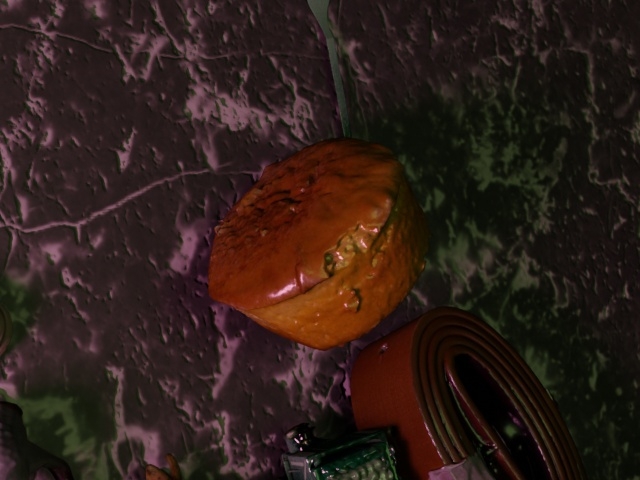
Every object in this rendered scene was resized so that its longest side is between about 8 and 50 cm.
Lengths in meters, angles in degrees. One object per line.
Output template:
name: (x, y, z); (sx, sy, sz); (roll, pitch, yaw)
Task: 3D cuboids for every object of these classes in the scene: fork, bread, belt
fork: (0.010, -0.220, 1.851); (0.039, 0.021, 0.235); (-8, 87, -23)
bread: (0.000, 0.000, 1.685); (0.145, 0.268, 0.268); (50, 64, -27)
belt: (0.177, 0.242, 1.768); (0.217, 0.122, 0.338); (-30, 88, -47)

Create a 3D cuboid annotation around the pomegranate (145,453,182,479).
pomegranate: (-0.098, 0.332, 1.637); (0.198, 0.198, 0.246); (0, 45, -26)

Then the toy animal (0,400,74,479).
toy animal: (-0.321, 0.227, 1.509); (0.195, 0.090, 0.324); (58, 15, 26)

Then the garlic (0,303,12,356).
garlic: (-0.361, 0.086, 1.593); (0.113, 0.074, 0.094); (25, 62, -37)

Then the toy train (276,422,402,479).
toy train: (0.036, 0.325, 1.709); (0.115, 0.154, 0.269); (-16, 90, -29)
